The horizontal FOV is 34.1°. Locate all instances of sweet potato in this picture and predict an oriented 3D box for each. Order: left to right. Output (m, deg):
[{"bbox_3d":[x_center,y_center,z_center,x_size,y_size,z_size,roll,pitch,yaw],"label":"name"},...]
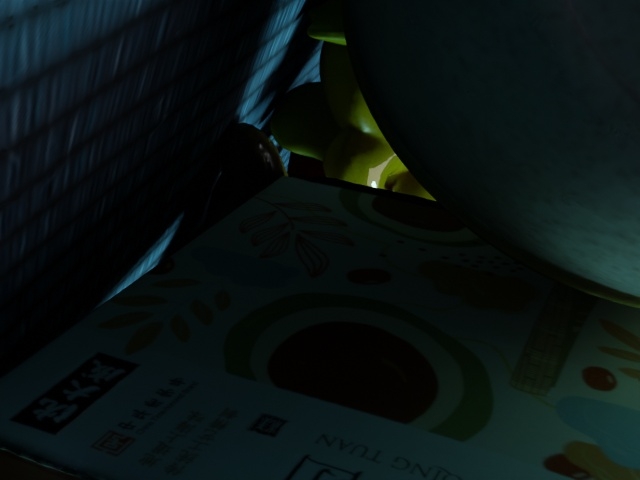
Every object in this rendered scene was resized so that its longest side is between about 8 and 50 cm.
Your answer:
[{"bbox_3d":[-0.083,0.044,0.920,0.112,0.112,0.359,-56,165,-59],"label":"sweet potato"}]

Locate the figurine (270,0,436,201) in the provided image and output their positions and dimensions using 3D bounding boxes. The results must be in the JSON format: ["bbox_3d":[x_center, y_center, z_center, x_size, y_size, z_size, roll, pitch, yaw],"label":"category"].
[{"bbox_3d":[0.068,-0.117,0.909,0.215,0.215,0.228,-57,176,-41],"label":"figurine"}]

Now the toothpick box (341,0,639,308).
[{"bbox_3d":[0.214,-0.166,0.591,0.409,0.409,0.425,-58,-177,6],"label":"toothpick box"}]

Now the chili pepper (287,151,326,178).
[{"bbox_3d":[0.002,-0.007,1.028,0.137,0.092,0.368,111,-11,-67],"label":"chili pepper"}]

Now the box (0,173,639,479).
[{"bbox_3d":[0.046,0.106,0.627,0.385,0.345,0.122,-41,140,-55],"label":"box"}]
